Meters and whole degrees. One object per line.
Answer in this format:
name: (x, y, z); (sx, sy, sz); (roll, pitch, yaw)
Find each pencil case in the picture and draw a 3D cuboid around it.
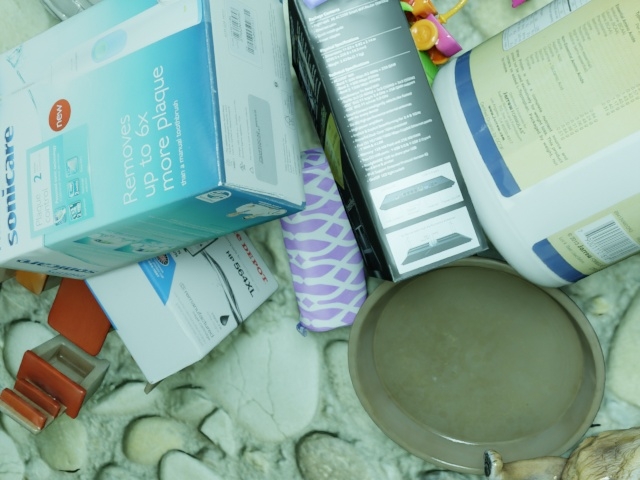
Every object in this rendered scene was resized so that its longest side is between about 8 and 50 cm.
pencil case: (0.000, 0.000, 1.086); (0.086, 0.088, 0.206); (-12, 109, -11)

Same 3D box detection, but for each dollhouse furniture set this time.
dollhouse furniture set: (-0.308, 0.111, 1.235); (0.262, 0.135, 0.259); (33, 120, 9)

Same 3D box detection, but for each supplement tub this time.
supplement tub: (0.278, -0.120, 0.815); (0.316, 0.228, 0.228); (-28, 97, 26)

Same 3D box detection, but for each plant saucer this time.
plant saucer: (0.168, 0.135, 1.067); (0.278, 0.041, 0.278); (7, 117, 13)

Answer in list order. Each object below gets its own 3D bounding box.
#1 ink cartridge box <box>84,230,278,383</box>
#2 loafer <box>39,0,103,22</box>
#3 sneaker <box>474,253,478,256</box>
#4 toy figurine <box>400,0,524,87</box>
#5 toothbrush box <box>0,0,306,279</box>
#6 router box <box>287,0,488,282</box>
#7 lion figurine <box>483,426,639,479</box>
ink cartridge box: (-0.152, 0.044, 1.099); (0.086, 0.203, 0.148); (-29, 97, 29)
loafer: (-0.227, -0.262, 1.073); (0.111, 0.112, 0.319); (-41, 90, 15)
sneaker: (0.122, -0.005, 1.047); (0.109, 0.044, 0.040); (41, 120, 3)
toy figurine: (0.132, -0.253, 0.922); (0.159, 0.130, 0.173); (-34, 69, 18)
toothbrush box: (-0.175, -0.102, 0.917); (0.295, 0.126, 0.216); (-15, 73, 33)
router box: (0.048, -0.090, 0.872); (0.081, 0.309, 0.243); (-20, 90, -1)
lion figurine: (0.281, 0.341, 1.070); (0.240, 0.142, 0.392); (4, 133, -11)
